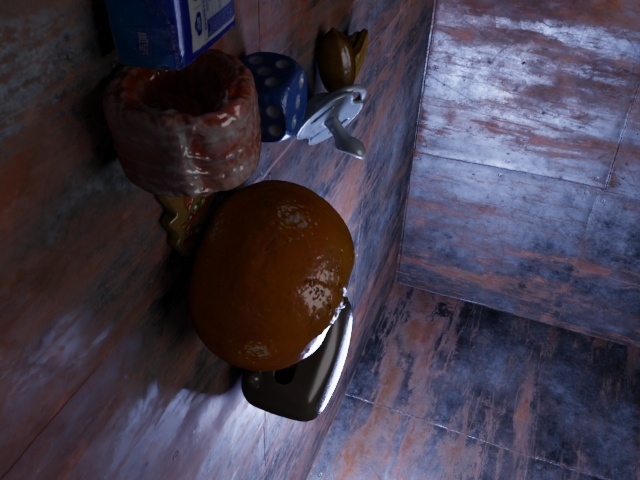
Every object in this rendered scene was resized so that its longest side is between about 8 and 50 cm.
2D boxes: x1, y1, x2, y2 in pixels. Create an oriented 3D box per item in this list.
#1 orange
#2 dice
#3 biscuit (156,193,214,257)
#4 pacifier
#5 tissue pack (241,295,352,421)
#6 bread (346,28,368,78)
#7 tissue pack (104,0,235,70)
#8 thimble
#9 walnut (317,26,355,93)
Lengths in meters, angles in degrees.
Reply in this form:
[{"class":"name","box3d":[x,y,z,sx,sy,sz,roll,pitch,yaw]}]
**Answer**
[{"class":"orange","box3d":[-0.096,0.078,1.487,0.424,0.326,0.424,15,90,-83]},{"class":"dice","box3d":[-0.113,-0.300,1.443,0.146,0.143,0.146,85,21,-49]},{"class":"biscuit","box3d":[-0.254,-0.070,1.349,0.212,0.041,0.239,-53,153,-59]},{"class":"pacifier","box3d":[0.060,-0.312,1.910,0.227,0.207,0.279,-33,172,14]},{"class":"tissue pack","box3d":[-0.065,0.310,1.962,0.277,0.267,0.387,63,46,-74]},{"class":"bread","box3d":[0.088,-0.546,2.065,0.116,0.077,0.200,85,23,-49]},{"class":"tissue pack","box3d":[-0.222,-0.404,0.970,0.209,0.137,0.270,-59,155,-45]},{"class":"thimble","box3d":[-0.207,-0.186,1.056,0.162,0.239,0.239,91,20,-43]},{"class":"walnut","box3d":[0.044,-0.497,1.908,0.207,0.115,0.116,78,29,-45]}]
